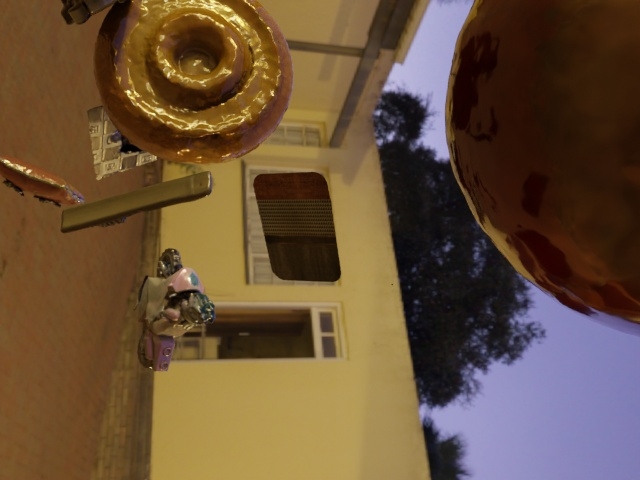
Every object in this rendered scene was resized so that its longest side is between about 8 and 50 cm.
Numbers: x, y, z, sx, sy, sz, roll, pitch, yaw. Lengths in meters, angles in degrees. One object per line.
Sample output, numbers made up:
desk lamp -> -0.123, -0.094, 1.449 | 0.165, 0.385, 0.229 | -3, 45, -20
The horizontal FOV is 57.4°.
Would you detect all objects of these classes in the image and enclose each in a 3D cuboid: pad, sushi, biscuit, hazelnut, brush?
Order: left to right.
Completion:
sushi -> -0.383, -0.230, 1.188 | 0.040, 0.192, 0.210 | 55, -27, 21
brush -> -0.209, -0.039, 0.671 | 0.027, 0.190, 0.034 | 55, 23, -60
biscuit -> -0.183, -0.258, 0.866 | 0.102, 0.296, 0.296 | 148, -58, -71
pad -> 0.015, -0.010, 1.157 | 0.323, 0.055, 0.250 | 11, -58, 39
hazelnut -> 0.297, -0.113, 0.421 | 0.359, 0.409, 0.359 | -3, 90, -87

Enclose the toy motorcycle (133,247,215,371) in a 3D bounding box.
toy motorcycle -> -0.281, 0.147, 1.135 | 0.204, 0.108, 0.239 | 14, -74, 43

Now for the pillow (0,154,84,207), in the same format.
pillow -> -0.648, -0.128, 1.344 | 0.171, 0.179, 0.075 | 135, -24, -78

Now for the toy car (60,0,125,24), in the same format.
toy car -> -0.305, -0.360, 0.774 | 0.256, 0.124, 0.101 | 35, -24, 57
